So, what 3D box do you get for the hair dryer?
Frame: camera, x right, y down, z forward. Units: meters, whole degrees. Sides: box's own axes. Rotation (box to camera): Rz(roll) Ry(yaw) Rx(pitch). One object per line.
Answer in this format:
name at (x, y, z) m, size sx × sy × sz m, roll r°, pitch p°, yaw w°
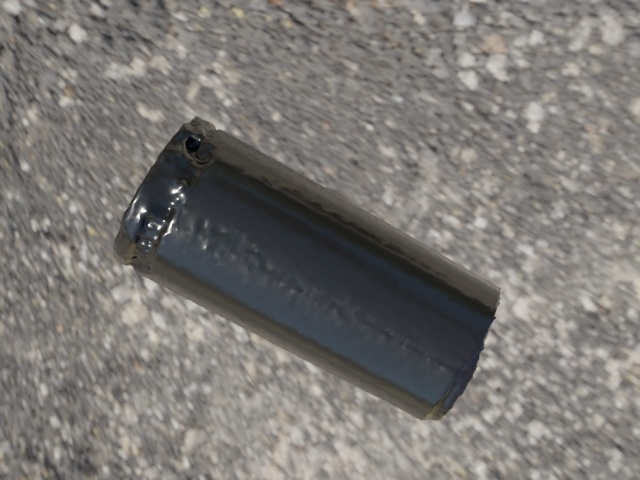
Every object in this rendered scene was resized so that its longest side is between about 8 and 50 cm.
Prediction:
hair dryer at (0.000, 0.000, 0.913) m, size 0.197 × 0.251 × 0.089 m, roll 28°, pitch 102°, yaw -2°
